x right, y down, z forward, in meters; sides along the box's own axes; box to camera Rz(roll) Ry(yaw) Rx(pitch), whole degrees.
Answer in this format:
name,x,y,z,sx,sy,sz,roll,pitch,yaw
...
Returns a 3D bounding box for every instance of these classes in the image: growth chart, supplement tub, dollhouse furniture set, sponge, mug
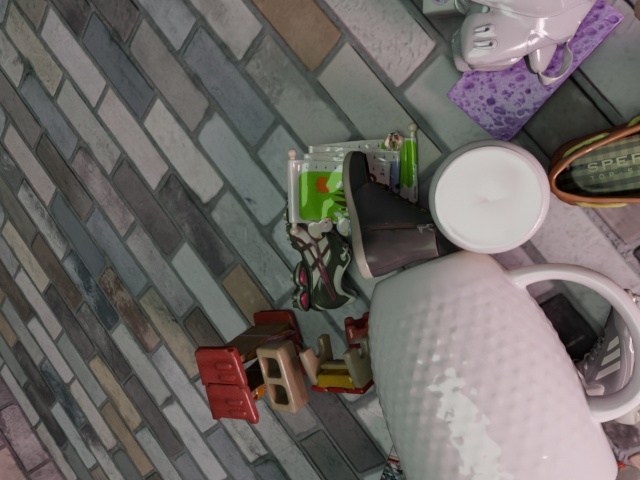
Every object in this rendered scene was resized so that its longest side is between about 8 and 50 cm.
name,x,y,z,sx,sy,sz,roll,pitch,yaw
growth chart,0.054,-0.093,0.813,0.237,0.021,0.171,-9,103,6
supplement tub,0.223,-0.060,0.646,0.144,0.200,0.144,3,99,18
dollhouse furniture set,-0.033,0.235,0.907,0.374,0.201,0.152,-8,101,35
sponge,0.286,-0.250,0.666,0.117,0.031,0.210,45,122,12
mug,0.252,0.171,0.678,0.374,0.276,0.327,-26,78,29

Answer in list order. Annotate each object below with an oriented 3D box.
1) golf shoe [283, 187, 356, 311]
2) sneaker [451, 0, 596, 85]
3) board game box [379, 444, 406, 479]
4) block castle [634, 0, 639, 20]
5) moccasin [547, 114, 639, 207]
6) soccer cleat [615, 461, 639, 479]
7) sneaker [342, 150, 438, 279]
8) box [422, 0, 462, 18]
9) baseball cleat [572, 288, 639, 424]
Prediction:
name,x,y,z,sx,sy,sz,roll,pitch,yaw
golf shoe,0.000,0.000,0.899,0.120,0.105,0.272,-3,106,12
sneaker,0.164,-0.328,0.575,0.366,0.137,0.210,19,108,5
board game box,0.239,0.481,0.915,0.243,0.042,0.165,25,116,24
block castle,0.448,-0.394,0.349,0.303,0.213,0.453,0,108,10
moccasin,0.456,-0.113,0.531,0.380,0.147,0.139,-5,102,33
soccer cleat,0.438,0.412,0.759,0.076,0.068,0.196,42,129,9
sneaker,0.104,-0.051,0.718,0.118,0.083,0.222,-15,59,13
box,0.180,-0.477,0.642,0.067,0.063,0.323,9,109,30
baseball cleat,0.408,0.168,0.696,0.110,0.072,0.205,-1,101,39
